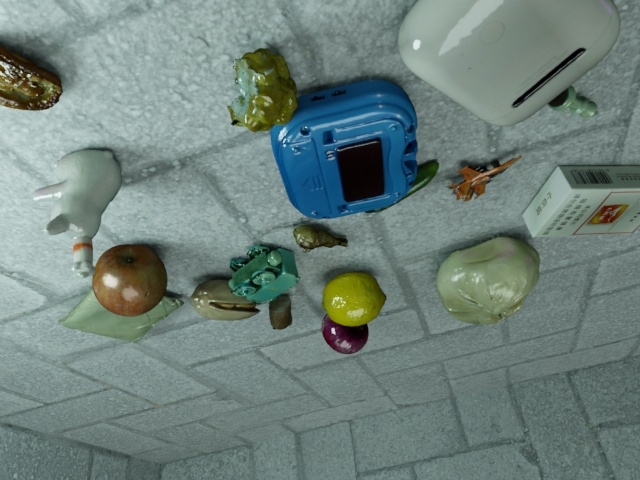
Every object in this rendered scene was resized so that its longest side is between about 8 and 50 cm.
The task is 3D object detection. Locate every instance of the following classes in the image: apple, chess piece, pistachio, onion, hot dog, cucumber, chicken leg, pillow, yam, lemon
[{"bbox_3d":[-0.505,0.102,1.280,0.189,0.188,0.173,3,133,-17],"label":"apple"},{"bbox_3d":[0.570,-0.302,1.068,0.149,0.059,0.059,7,142,-32],"label":"chess piece"},{"bbox_3d":[-0.290,0.185,1.495,0.224,0.126,0.152,9,-177,-21],"label":"pistachio"},{"bbox_3d":[0.090,0.315,1.705,0.178,0.177,0.153,13,166,-27],"label":"onion"},{"bbox_3d":[-0.534,-0.282,0.842,0.099,0.065,0.147,-41,132,23],"label":"hot dog"},{"bbox_3d":[0.195,-0.123,1.229,0.250,0.055,0.056,-31,139,27],"label":"cucumber"},{"bbox_3d":[0.000,0.000,1.357,0.178,0.070,0.093,5,149,-34],"label":"chicken leg"},{"bbox_3d":[-0.624,0.221,1.514,0.281,0.076,0.275,-37,138,26],"label":"pillow"},{"bbox_3d":[-0.138,0.246,1.649,0.084,0.084,0.127,-6,140,-4],"label":"yam"},{"bbox_3d":[0.103,0.185,1.537,0.193,0.180,0.180,10,152,26],"label":"lemon"}]

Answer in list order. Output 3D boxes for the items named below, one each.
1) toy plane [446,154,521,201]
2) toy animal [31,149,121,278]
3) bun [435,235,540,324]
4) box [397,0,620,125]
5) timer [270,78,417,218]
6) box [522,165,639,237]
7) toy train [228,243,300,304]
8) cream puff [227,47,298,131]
[{"bbox_3d":[0.414,-0.168,1.220,0.188,0.062,0.135,-39,136,16],"label":"toy plane"},{"bbox_3d":[-0.507,-0.060,0.993,0.139,0.282,0.140,-12,145,31],"label":"toy animal"},{"bbox_3d":[0.547,0.148,1.546,0.362,0.212,0.360,-8,144,-6],"label":"bun"},{"bbox_3d":[0.331,-0.362,0.852,0.349,0.141,0.289,19,135,-33],"label":"box"},{"bbox_3d":[0.061,-0.183,1.069,0.310,0.115,0.340,-14,144,2],"label":"timer"},{"bbox_3d":[0.773,-0.108,1.344,0.331,0.095,0.210,-3,144,-11],"label":"box"},{"bbox_3d":[-0.166,0.101,1.418,0.203,0.112,0.163,-33,146,32],"label":"toy train"},{"bbox_3d":[-0.097,-0.274,0.889,0.156,0.121,0.156,-43,151,-31],"label":"cream puff"}]
